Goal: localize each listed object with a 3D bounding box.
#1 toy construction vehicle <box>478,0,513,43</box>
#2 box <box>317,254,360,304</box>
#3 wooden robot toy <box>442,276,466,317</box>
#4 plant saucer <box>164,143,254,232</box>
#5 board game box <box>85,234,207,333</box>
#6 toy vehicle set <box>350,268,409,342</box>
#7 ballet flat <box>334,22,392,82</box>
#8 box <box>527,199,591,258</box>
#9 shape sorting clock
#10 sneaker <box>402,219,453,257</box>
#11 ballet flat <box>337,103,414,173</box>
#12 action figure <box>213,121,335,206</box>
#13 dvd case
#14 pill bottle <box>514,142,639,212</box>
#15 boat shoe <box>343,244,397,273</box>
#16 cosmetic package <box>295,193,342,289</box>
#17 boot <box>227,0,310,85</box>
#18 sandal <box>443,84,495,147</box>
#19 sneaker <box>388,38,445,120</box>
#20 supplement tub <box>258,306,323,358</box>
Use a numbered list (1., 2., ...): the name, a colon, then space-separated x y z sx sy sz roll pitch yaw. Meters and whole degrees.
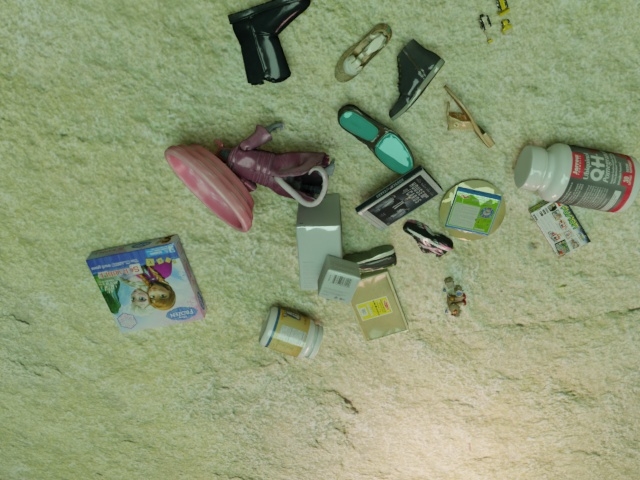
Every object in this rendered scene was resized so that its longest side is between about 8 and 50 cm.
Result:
1. toy construction vehicle: 0.476 -0.600 1.584 0.086 0.035 0.098 -30 117 5
2. box: 0.052 0.114 1.699 0.101 0.087 0.102 16 118 -11
3. wooden robot toy: 0.468 0.216 2.005 0.076 0.079 0.173 -8 119 6
4. plant saucer: -0.313 -0.164 1.716 0.084 0.332 0.332 -46 113 -14
5. board game box: -0.594 0.157 2.009 0.319 0.066 0.318 -11 118 8
6. toy vehicle set: 0.195 0.230 2.044 0.166 0.035 0.267 -17 117 11
7. ballet flat: 0.115 -0.518 1.615 0.073 0.067 0.206 37 114 -18
8. box: 0.771 -0.048 1.874 0.114 0.036 0.207 -32 113 18
9. shape sorting clock: 0.484 -0.096 1.853 0.206 0.040 0.206 2 118 5
10. sneaker: 0.342 0.005 1.900 0.178 0.072 0.077 29 126 -8
11. ballet flat: 0.169 -0.310 1.712 0.280 0.096 0.095 38 115 -18
12. action figure: -0.156 -0.193 1.684 0.370 0.276 0.248 15 119 -2
13. dvd case: 0.245 -0.126 1.797 0.239 0.029 0.179 -33 149 18
14. pill bottle: 0.750 -0.190 1.716 0.318 0.176 0.176 9 119 -4
15. boat shoe: 0.142 0.080 1.937 0.228 0.081 0.068 -15 113 7
16. cosmetic package: 0.000 0.000 1.815 0.138 0.224 0.224 -3 120 3
17. boot: -0.114 -0.546 1.589 0.246 0.094 0.207 -12 114 16
18. sandal: 0.410 -0.338 1.695 0.079 0.088 0.240 -42 115 15
19. sneaker: 0.241 -0.455 1.653 0.118 0.083 0.222 40 121 2
20. supplement tub: -0.103 0.329 2.046 0.200 0.144 0.144 21 118 -10
